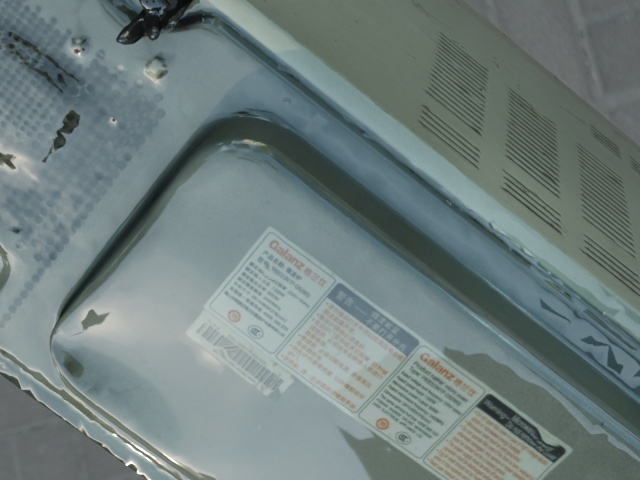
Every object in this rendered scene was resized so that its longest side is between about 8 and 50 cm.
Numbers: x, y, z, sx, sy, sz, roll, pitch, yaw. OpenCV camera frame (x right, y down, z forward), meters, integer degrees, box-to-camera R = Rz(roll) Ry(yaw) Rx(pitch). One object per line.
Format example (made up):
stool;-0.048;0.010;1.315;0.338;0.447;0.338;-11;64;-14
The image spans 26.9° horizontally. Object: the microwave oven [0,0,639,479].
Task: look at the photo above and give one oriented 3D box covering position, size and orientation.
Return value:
microwave oven;0.000;0.000;0.412;0.240;0.194;0.145;38;117;-9
